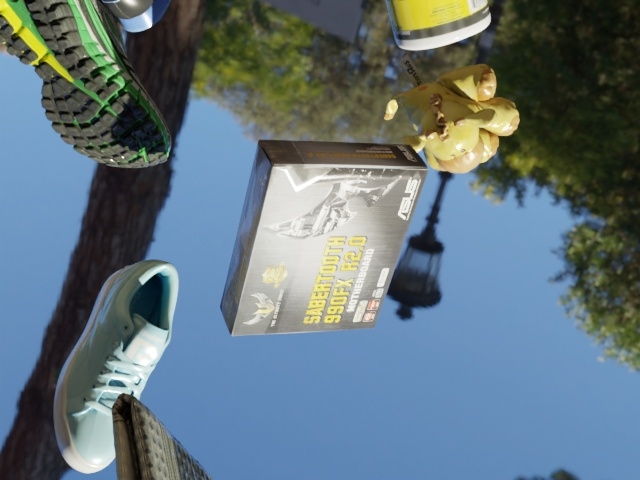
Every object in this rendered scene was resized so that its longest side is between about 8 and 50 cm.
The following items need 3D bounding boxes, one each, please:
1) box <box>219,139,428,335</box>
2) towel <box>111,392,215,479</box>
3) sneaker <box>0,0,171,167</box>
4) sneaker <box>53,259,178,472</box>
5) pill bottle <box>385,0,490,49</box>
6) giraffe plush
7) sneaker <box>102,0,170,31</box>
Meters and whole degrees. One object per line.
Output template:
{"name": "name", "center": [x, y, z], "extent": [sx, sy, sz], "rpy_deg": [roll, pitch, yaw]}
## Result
{"name": "box", "center": [0.000, 0.000, 1.118], "extent": [0.183, 0.231, 0.056], "rpy_deg": [-1, -144, -25]}
{"name": "towel", "center": [-0.148, 0.374, 1.140], "extent": [0.056, 0.312, 0.324], "rpy_deg": [-21, -126, 2]}
{"name": "sneaker", "center": [-0.274, -0.230, 1.216], "extent": [0.134, 0.343, 0.146], "rpy_deg": [-8, -140, 25]}
{"name": "sneaker", "center": [-0.319, 0.185, 1.614], "extent": [0.135, 0.150, 0.365], "rpy_deg": [25, -122, -29]}
{"name": "pill bottle", "center": [0.120, -0.339, 1.176], "extent": [0.119, 0.208, 0.119], "rpy_deg": [-15, -159, 6]}
{"name": "giraffe plush", "center": [0.198, -0.173, 1.502], "extent": [0.210, 0.181, 0.170], "rpy_deg": [34, -158, -19]}
{"name": "sneaker", "center": [-0.187, -0.347, 1.118], "extent": [0.081, 0.090, 0.232], "rpy_deg": [1, -118, 24]}
